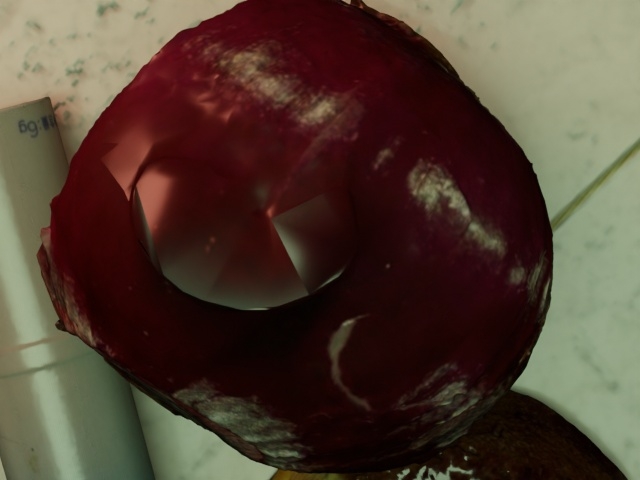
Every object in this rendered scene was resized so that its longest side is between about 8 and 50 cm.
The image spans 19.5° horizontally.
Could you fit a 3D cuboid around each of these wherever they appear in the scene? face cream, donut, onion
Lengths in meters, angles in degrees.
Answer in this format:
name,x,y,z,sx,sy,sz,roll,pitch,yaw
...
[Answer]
name,x,y,z,sx,sy,sz,roll,pitch,yaw
face cream,-0.143,0.055,0.968,0.077,0.077,0.250,-14,95,6
donut,0.044,0.160,0.965,0.217,0.085,0.141,-39,94,10
onion,0.004,0.003,0.855,0.207,0.206,0.216,38,83,10
